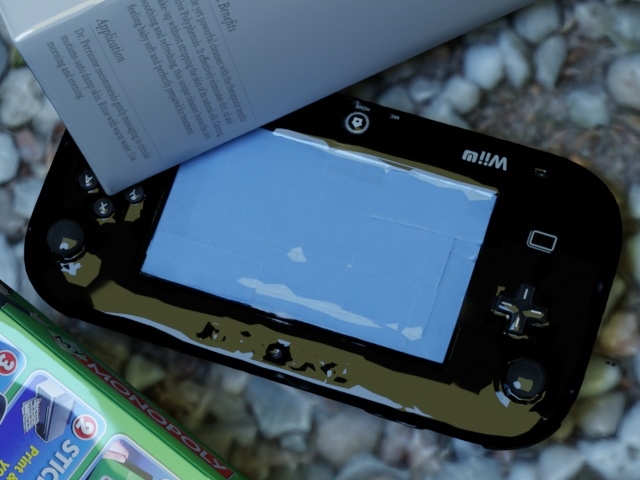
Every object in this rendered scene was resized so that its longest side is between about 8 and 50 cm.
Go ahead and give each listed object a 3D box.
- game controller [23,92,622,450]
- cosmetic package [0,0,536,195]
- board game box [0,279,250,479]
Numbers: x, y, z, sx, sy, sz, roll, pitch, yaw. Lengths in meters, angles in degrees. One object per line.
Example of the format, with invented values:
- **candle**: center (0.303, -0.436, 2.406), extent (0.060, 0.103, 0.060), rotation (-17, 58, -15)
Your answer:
- **game controller**: center (0.000, 0.000, 0.994), extent (0.319, 0.067, 0.166), rotation (16, 84, 10)
- **cosmetic package**: center (0.008, -0.188, 0.935), extent (0.365, 0.197, 0.155), rotation (-25, 67, -4)
- **board game box**: center (-0.194, 0.193, 0.879), extent (0.213, 0.046, 0.317), rotation (39, 96, 3)
